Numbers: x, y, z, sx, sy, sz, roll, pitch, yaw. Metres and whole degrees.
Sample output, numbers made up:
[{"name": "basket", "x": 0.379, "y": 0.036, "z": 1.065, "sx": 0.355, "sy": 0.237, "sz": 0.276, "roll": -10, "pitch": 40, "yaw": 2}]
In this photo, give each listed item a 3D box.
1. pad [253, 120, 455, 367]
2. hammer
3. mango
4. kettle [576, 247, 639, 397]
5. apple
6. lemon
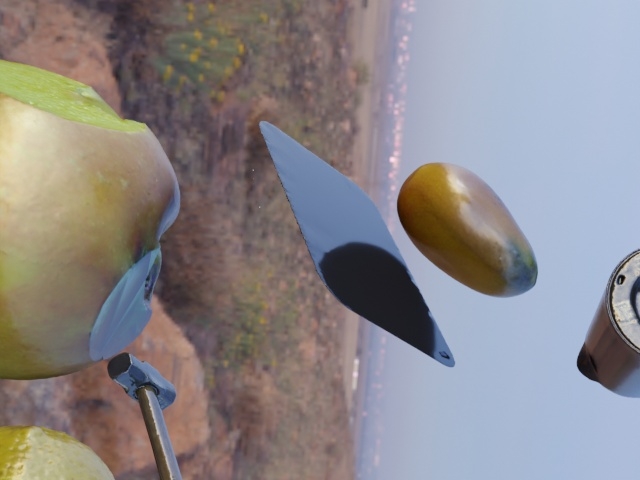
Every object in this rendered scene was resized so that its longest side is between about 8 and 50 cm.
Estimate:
[{"name": "pad", "x": 0.000, "y": -0.001, "z": 1.275, "sx": 0.315, "sy": 0.063, "sz": 0.375, "roll": 34, "pitch": 21, "yaw": -36}, {"name": "hammer", "x": -0.200, "y": 0.297, "z": 1.338, "sx": 0.111, "sy": 0.043, "sz": 0.365, "roll": 49, "pitch": 8, "yaw": -43}, {"name": "mango", "x": 0.198, "y": -0.010, "z": 1.378, "sx": 0.120, "sy": 0.221, "sz": 0.151, "roll": -42, "pitch": 175, "yaw": -15}, {"name": "kettle", "x": 0.588, "y": 0.132, "z": 1.763, "sx": 0.262, "sy": 0.203, "sz": 0.308, "roll": -45, "pitch": 162, "yaw": -12}, {"name": "apple", "x": -0.333, "y": -0.028, "z": 1.186, "sx": 0.384, "sy": 0.374, "sz": 0.374, "roll": -54, "pitch": 154, "yaw": -44}, {"name": "lemon", "x": -0.494, "y": 0.487, "z": 1.663, "sx": 0.387, "sy": 0.350, "sz": 0.349, "roll": -95, "pitch": -174, "yaw": -55}]
